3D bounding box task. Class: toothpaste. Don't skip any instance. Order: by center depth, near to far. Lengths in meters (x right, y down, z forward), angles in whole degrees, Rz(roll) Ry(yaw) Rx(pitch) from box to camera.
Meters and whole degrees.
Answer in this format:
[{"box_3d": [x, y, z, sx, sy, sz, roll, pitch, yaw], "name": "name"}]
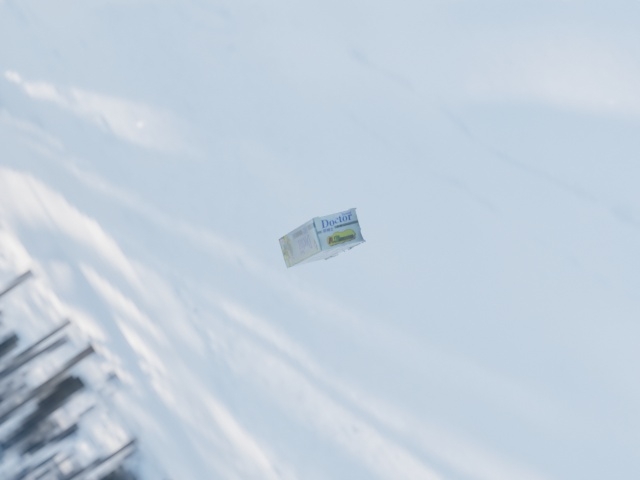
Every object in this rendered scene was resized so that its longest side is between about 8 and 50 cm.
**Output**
[{"box_3d": [0.000, 0.000, 1.421, 0.164, 0.046, 0.034, 152, 103, -76], "name": "toothpaste"}]
